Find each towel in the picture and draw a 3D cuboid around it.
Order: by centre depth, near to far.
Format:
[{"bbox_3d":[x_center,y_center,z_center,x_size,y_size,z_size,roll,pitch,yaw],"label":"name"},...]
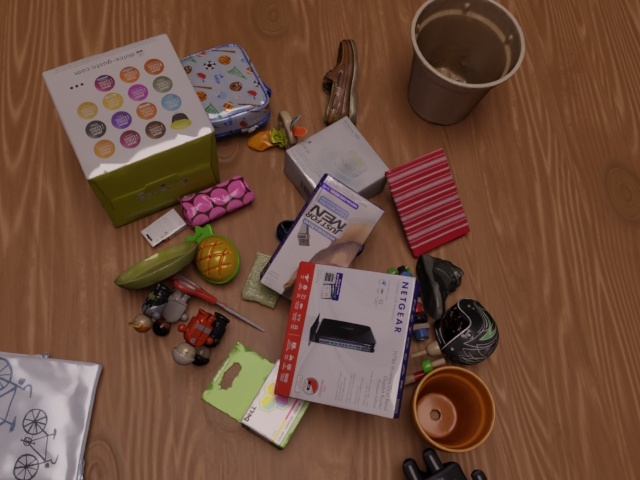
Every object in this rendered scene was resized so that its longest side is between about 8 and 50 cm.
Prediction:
[{"bbox_3d":[-0.152,0.111,1.784,0.109,0.027,0.148,19,67,0],"label":"towel"},{"bbox_3d":[0.314,-0.107,1.848,0.198,0.031,0.275,-24,103,-13],"label":"towel"}]

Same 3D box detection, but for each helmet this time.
[{"bbox_3d":[0.399,0.256,1.712,0.169,0.169,0.162,-6,52,-8],"label":"helmet"}]

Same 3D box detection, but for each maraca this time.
[{"bbox_3d":[-0.301,0.038,1.756,0.127,0.099,0.185,-46,74,1],"label":"maraca"}]

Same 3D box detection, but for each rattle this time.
[{"bbox_3d":[-0.130,-0.316,1.855,0.142,0.200,0.130,2,105,-14],"label":"rattle"}]

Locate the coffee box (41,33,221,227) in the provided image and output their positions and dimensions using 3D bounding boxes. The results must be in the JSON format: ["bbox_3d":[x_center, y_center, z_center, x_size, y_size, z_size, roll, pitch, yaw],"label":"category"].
[{"bbox_3d":[-0.495,-0.288,1.732,0.337,0.338,0.335,-24,74,-14],"label":"coffee box"}]

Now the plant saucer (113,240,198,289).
[{"bbox_3d":[-0.429,0.071,1.681,0.240,0.241,0.037,-28,105,-15],"label":"plant saucer"}]

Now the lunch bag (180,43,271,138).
[{"bbox_3d":[-0.285,-0.452,1.925,0.243,0.115,0.304,-20,64,-14],"label":"lunch bag"}]

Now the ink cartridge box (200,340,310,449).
[{"bbox_3d":[-0.158,0.393,1.638,0.255,0.097,0.189,30,69,5],"label":"ink cartridge box"}]

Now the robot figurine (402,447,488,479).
[{"bbox_3d":[0.302,0.654,1.543,0.173,0.209,0.278,-8,65,-47],"label":"robot figurine"}]

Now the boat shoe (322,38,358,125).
[{"bbox_3d":[0.060,-0.506,1.995,0.104,0.111,0.308,3,69,-6],"label":"boat shoe"}]

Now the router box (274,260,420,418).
[{"bbox_3d":[0.067,0.236,1.546,0.300,0.082,0.336,6,77,19],"label":"router box"}]

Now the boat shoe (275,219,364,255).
[{"bbox_3d":[0.000,0.000,1.808,0.258,0.089,0.109,5,69,-4],"label":"boat shoe"}]

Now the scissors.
[{"bbox_3d":[-0.284,0.167,1.742,0.297,0.109,0.021,29,92,-18],"label":"scissors"}]

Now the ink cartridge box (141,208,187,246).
[{"bbox_3d":[-0.447,-0.032,1.806,0.115,0.029,0.063,-38,78,-17],"label":"ink cartridge box"}]

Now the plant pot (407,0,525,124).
[{"bbox_3d":[0.408,-0.523,1.934,0.333,0.305,0.334,2,69,-5],"label":"plant pot"}]

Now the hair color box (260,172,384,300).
[{"bbox_3d":[0.001,0.009,1.709,0.185,0.110,0.339,32,96,-9],"label":"hair color box"}]

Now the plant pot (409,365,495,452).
[{"bbox_3d":[0.317,0.441,1.621,0.205,0.188,0.205,2,68,-5],"label":"plant pot"}]

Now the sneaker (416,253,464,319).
[{"bbox_3d":[0.347,0.130,1.767,0.130,0.087,0.228,9,36,-7],"label":"sneaker"}]

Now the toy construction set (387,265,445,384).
[{"bbox_3d":[0.177,0.243,1.693,0.237,0.257,0.309,-20,85,4],"label":"toy construction set"}]

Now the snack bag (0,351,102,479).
[{"bbox_3d":[-0.738,0.443,1.591,0.342,0.037,0.323,5,69,-3],"label":"snack bag"}]

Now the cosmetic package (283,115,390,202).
[{"bbox_3d":[0.046,-0.205,1.867,0.224,0.138,0.224,-32,76,-18],"label":"cosmetic package"}]

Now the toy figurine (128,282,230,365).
[{"bbox_3d":[-0.361,0.221,1.626,0.209,0.213,0.148,29,85,9],"label":"toy figurine"}]

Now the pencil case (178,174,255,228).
[{"bbox_3d":[-0.299,-0.116,1.818,0.209,0.095,0.098,-25,85,-17],"label":"pencil case"}]
